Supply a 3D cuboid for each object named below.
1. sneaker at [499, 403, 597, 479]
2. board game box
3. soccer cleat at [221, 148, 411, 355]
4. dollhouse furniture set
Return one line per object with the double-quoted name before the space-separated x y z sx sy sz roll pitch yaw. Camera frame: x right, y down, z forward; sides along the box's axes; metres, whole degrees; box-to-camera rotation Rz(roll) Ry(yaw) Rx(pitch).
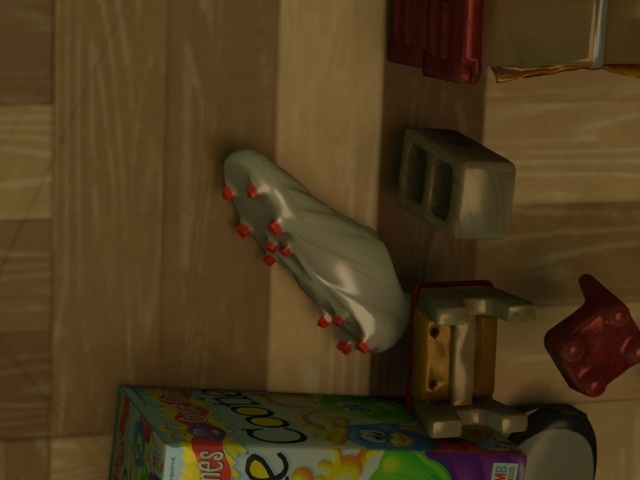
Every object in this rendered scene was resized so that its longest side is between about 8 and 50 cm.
"sneaker" 0.161 0.260 1.528 0.100 0.108 0.271 16 96 -20
"board game box" -0.009 0.198 1.434 0.275 0.142 0.144 4 101 -20
"soccer cleat" 0.000 0.000 1.438 0.076 0.068 0.196 -47 112 -24
"dollhouse furniture set" 0.158 -0.057 1.427 0.201 0.152 0.374 -2 104 -18
